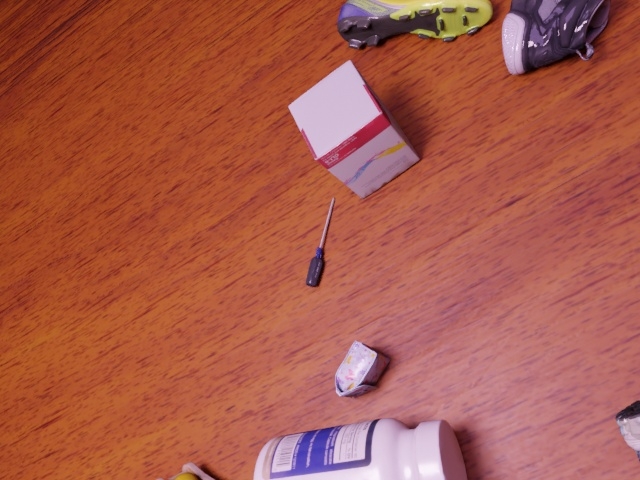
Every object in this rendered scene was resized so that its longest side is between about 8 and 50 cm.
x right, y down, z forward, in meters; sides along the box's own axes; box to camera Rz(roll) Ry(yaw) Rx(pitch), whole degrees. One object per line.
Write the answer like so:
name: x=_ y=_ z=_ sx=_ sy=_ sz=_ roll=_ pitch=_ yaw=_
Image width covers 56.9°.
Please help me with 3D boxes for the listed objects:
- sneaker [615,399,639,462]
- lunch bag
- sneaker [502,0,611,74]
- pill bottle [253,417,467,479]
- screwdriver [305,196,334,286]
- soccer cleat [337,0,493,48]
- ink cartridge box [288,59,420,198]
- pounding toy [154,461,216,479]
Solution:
sneaker: x=0.499 y=0.210 z=0.665 sx=0.283 sy=0.110 sz=0.122 roll=-24 pitch=80 yaw=21
lunch bag: x=0.061 y=0.203 z=0.899 sx=0.053 sy=0.071 sz=0.083 roll=31 pitch=86 yaw=29
sneaker: x=0.380 y=-0.396 z=0.941 sx=0.153 sy=0.101 sz=0.268 roll=3 pitch=79 yaw=28
pill bottle: x=0.056 y=0.328 z=0.806 sx=0.265 sy=0.153 sz=0.153 roll=-17 pitch=65 yaw=22
screwdriver: x=0.000 y=0.000 z=1.036 sx=0.025 sy=0.024 sz=0.169 roll=10 pitch=73 yaw=1
soccer cleat: x=0.165 y=-0.423 z=1.067 sx=0.289 sy=0.093 sz=0.121 roll=4 pitch=67 yaw=28
ink cartridge box: x=0.060 y=-0.176 z=0.980 sx=0.127 sy=0.176 sz=0.128 roll=-35 pitch=59 yaw=15
pounding toy: x=-0.154 y=0.426 z=0.856 sx=0.270 sy=0.155 sz=0.154 roll=18 pitch=104 yaw=32
